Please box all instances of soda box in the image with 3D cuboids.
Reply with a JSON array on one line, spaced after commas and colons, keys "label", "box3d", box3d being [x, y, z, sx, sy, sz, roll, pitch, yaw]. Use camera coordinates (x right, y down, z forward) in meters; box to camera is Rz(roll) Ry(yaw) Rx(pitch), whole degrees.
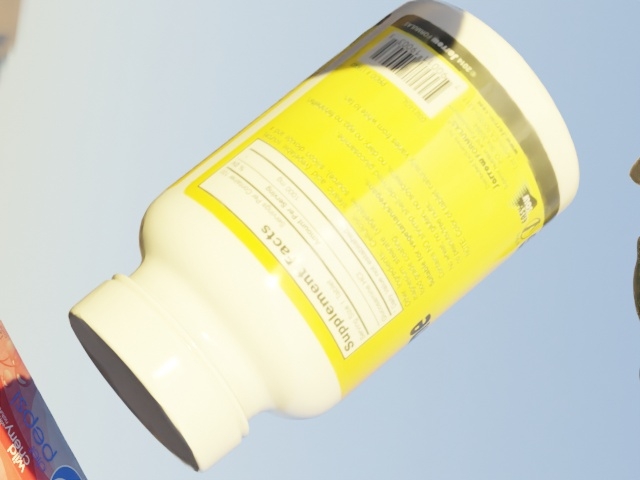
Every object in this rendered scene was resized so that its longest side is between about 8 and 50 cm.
[{"label": "soda box", "box3d": [-0.278, 0.205, 1.713, 0.263, 0.092, 0.083, 65, 28, -22]}]

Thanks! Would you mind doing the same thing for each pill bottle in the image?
[{"label": "pill bottle", "box3d": [0.000, 0.000, 1.320, 0.188, 0.334, 0.188, 47, -15, 16]}]

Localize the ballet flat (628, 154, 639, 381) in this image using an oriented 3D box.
[{"label": "ballet flat", "box3d": [0.305, -0.005, 1.569, 0.124, 0.116, 0.342, 26, -58, 56]}]
